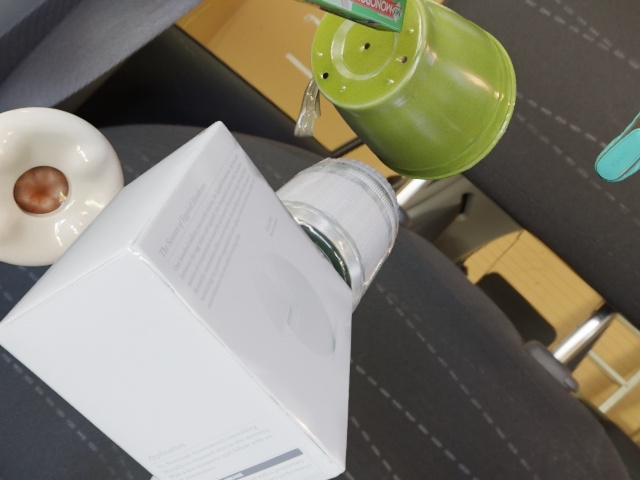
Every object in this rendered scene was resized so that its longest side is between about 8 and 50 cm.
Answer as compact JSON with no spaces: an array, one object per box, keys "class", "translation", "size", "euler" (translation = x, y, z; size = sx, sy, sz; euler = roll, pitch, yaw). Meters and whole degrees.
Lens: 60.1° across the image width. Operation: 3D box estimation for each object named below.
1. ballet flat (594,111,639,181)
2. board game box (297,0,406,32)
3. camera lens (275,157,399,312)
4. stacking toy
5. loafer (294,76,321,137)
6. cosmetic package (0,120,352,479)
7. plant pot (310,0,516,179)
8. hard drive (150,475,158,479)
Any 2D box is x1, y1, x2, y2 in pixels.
[{"class":"ballet flat","translation":[0.608,-0.207,1.003],"size":[0.083,0.247,0.087],"euler":[48,39,11]},{"class":"board game box","translation":[0.021,-0.393,0.666],"size":[0.046,0.214,0.317],"euler":[21,18,35]},{"class":"camera lens","translation":[0.000,0.000,0.922],"size":[0.219,0.219,0.274],"euler":[44,36,-2]},{"class":"stacking toy","translation":[-0.715,-0.180,1.316],"size":[0.480,0.351,0.350],"euler":[31,-5,44]},{"class":"loafer","translation":[-0.020,-0.303,1.263],"size":[0.050,0.148,0.056],"euler":[16,16,-10]},{"class":"cosmetic package","translation":[-0.090,0.057,0.464],"size":[0.225,0.138,0.224],"euler":[54,21,-23]},{"class":"plant pot","translation":[0.170,-0.335,1.121],"size":[0.366,0.366,0.353],"euler":[47,19,26]},{"class":"hard drive","translation":[-0.317,0.557,0.988],"size":[0.040,0.203,0.307],"euler":[7,21,10]}]
